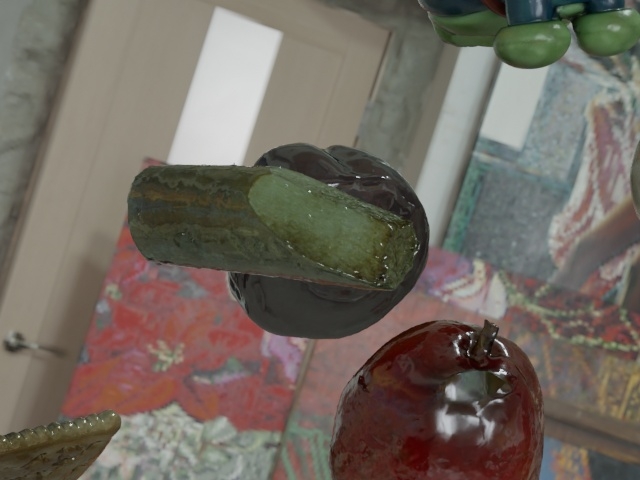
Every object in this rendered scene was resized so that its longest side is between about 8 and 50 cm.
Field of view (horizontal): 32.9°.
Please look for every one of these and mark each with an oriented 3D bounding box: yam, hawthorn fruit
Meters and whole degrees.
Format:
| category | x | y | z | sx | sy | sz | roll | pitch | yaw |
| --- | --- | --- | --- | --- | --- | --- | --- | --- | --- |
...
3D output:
| category | x | y | z | sx | sy | sz | roll | pitch | yaw |
| --- | --- | --- | --- | --- | --- | --- | --- | --- | --- |
| yam | -0.048 | -0.014 | 0.944 | 0.259 | 0.106 | 0.106 | 4 | -5 | 29 |
| hawthorn fruit | 0.100 | 0.145 | 0.889 | 0.185 | 0.202 | 0.185 | 13 | 35 | -9 |

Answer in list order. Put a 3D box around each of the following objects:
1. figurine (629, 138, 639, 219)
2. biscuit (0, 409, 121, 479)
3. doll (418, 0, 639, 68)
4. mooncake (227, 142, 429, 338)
| category | x | y | z | sx | sy | sz | roll | pitch | yaw |
| --- | --- | --- | --- | --- | --- | --- | --- | --- | --- |
| figurine | 0.365 | -0.047 | 0.831 | 0.127 | 0.155 | 0.235 | 13 | 1 | -38 |
| biscuit | -0.430 | 0.311 | 1.411 | 0.325 | 0.217 | 0.044 | -5 | 55 | -45 |
| doll | 0.208 | -0.284 | 1.120 | 0.199 | 0.186 | 0.322 | -12 | 19 | -15 |
| mooncake | 0.000 | 0.000 | 1.269 | 0.245 | 0.245 | 0.133 | 16 | 20 | -36 |
